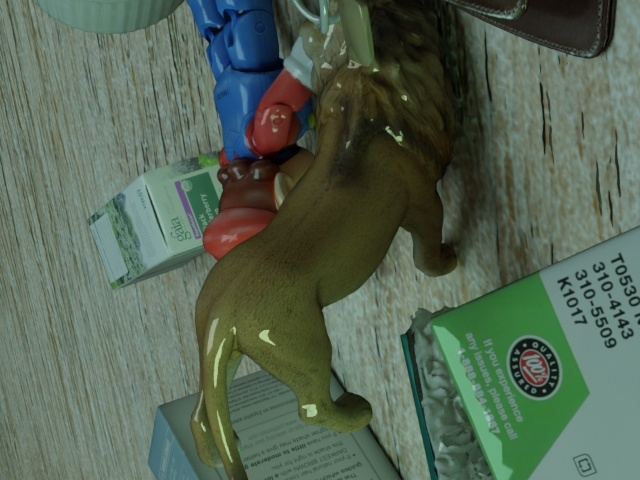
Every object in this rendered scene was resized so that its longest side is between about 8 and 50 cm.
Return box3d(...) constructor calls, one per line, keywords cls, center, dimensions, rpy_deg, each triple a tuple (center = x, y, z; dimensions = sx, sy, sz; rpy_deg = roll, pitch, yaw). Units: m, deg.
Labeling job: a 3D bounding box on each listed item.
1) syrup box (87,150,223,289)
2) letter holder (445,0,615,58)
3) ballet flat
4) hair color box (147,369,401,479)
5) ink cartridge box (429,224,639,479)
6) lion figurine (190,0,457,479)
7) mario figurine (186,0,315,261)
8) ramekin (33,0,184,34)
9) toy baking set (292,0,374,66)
box3d(cls="syrup box", center=(-0.177, -0.019, 1.664), dimensions=(0.237, 0.096, 0.093), rpy_deg=(-27, 84, 63))
box3d(cls="letter holder", center=(0.051, -0.241, 1.017), dimensions=(0.302, 0.152, 0.214), rpy_deg=(40, 141, 48))
box3d(cls="ballet flat", center=(0.131, 0.196, 0.999), dimensions=(0.147, 0.147, 0.408), rpy_deg=(102, 170, -46))
box3d(cls="hair color box", center=(0.001, 0.300, 1.411), dimensions=(0.374, 0.185, 0.113), rpy_deg=(56, 149, 31))
box3d(cls="ink cartridge box", center=(0.226, 0.072, 0.726), dimensions=(0.278, 0.117, 0.201), rpy_deg=(-26, 81, 20))
box3d(cls="lion figurine", center=(0.000, 0.000, 1.103), dimensions=(0.142, 0.392, 0.240), rpy_deg=(11, 143, 21))
box3d(cls="mario figurine", center=(-0.027, -0.099, 1.339), dimensions=(0.198, 0.170, 0.320), rpy_deg=(16, -115, -78))
box3d(cls="ramekin", center=(-0.205, -0.298, 1.433), dimensions=(0.207, 0.207, 0.109), rpy_deg=(63, 162, 18))
box3d(cls="toy baking set", center=(-0.017, -0.241, 0.949), dimensions=(0.256, 0.030, 0.196), rpy_deg=(55, 156, 29))
